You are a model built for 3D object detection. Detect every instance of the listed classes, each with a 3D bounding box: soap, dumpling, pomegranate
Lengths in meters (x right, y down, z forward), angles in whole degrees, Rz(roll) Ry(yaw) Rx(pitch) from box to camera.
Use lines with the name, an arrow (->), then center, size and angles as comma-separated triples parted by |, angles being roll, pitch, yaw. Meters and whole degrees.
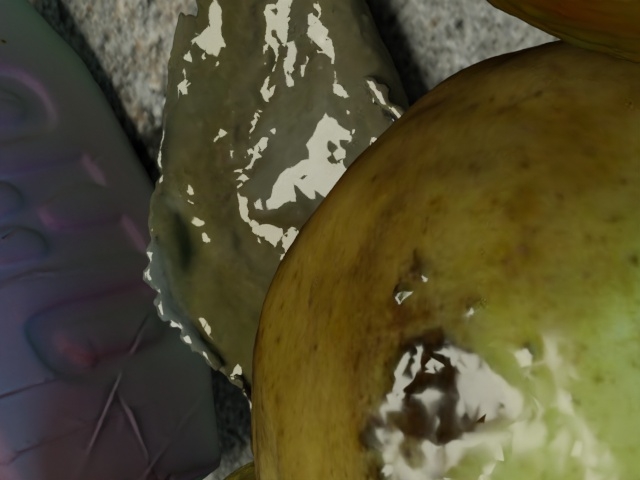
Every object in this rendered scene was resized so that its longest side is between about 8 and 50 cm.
soap -> -0.177, 0.012, 0.955 | 0.109, 0.193, 0.324 | -42, 70, 41
dumpling -> 0.004, -0.001, 0.846 | 0.166, 0.086, 0.332 | -26, 81, 13
pomegranate -> 0.115, 0.059, 0.626 | 0.281, 0.281, 0.281 | 15, 112, 42

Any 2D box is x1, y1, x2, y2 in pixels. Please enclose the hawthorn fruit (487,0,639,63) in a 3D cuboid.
hawthorn fruit -> 0.105, -0.227, 0.445 | 0.403, 0.403, 0.403 | 15, 112, 42

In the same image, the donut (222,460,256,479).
donut -> 0.027, 0.215, 0.799 | 0.208, 0.128, 0.261 | 6, 134, 26
